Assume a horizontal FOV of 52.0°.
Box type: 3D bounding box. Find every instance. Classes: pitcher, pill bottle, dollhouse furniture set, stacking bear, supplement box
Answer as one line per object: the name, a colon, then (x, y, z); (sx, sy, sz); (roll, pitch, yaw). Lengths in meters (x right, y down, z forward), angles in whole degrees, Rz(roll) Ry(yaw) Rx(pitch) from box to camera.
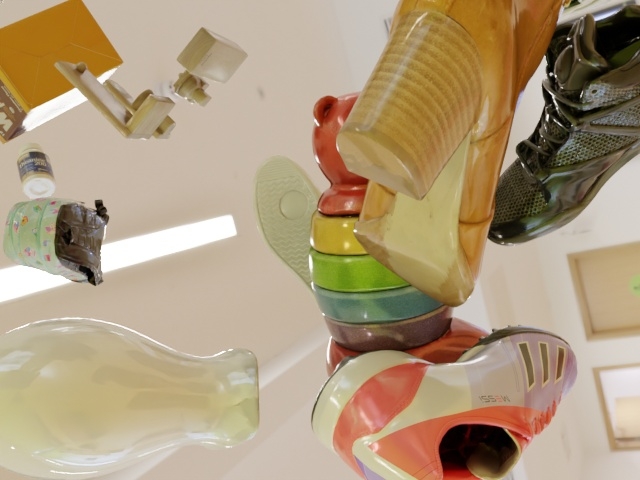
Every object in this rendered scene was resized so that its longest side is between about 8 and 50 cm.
pitcher: (-0.180, 0.142, 0.563); (0.207, 0.178, 0.126); (9, -121, -30)
pill bottle: (-0.603, -0.151, 1.387); (0.067, 0.067, 0.120); (34, -158, -53)
dollhouse furniture set: (-0.202, -0.222, 0.810); (0.123, 0.151, 0.144); (44, -166, 4)
stacking bear: (0.062, -0.009, 0.672); (0.175, 0.164, 0.289); (-15, -75, -26)
supplement box: (-0.483, -0.289, 1.127); (0.191, 0.194, 0.129); (-42, -74, -35)

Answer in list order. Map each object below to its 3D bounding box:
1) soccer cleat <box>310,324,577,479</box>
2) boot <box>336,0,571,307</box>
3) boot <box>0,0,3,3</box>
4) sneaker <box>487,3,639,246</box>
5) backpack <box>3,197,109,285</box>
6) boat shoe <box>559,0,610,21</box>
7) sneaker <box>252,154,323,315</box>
soccer cleat: (0.141, 0.145, 0.547); (0.318, 0.116, 0.109); (2, -66, -41)
boot: (0.110, -0.083, 0.461); (0.211, 0.104, 0.295); (-56, -23, -13)
boot: (-0.275, -0.222, 0.528); (0.077, 0.165, 0.213); (57, -179, -36)
sneaker: (0.191, -0.092, 0.519); (0.130, 0.227, 0.087); (24, -141, -32)
backpack: (-0.426, -0.002, 1.070); (0.182, 0.115, 0.152); (66, -159, -81)
boat shoe: (0.322, -0.317, 0.811); (0.083, 0.226, 0.076); (55, -164, -7)
sneaker: (0.000, 0.001, 0.889); (0.256, 0.094, 0.151); (61, -165, -4)
